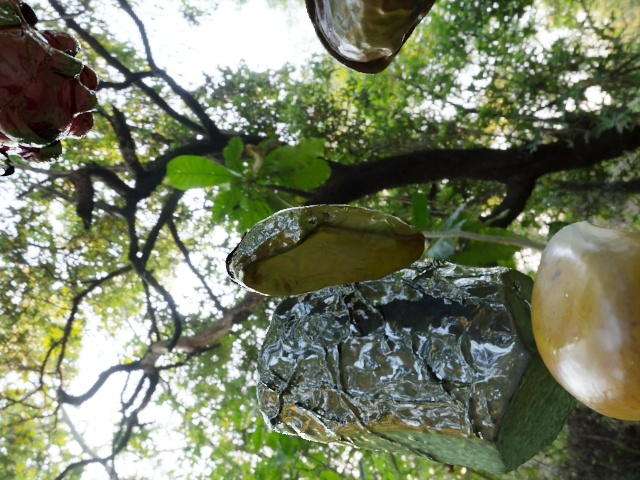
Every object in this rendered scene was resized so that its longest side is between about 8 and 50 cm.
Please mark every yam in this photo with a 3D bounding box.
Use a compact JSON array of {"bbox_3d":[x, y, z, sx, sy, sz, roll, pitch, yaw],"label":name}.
[{"bbox_3d":[0.098,0.114,0.504,0.203,0.271,0.201,-3,-83,-48],"label":"yam"}]

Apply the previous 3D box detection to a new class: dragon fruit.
[{"bbox_3d":[-0.420,-0.201,0.626,0.273,0.198,0.218,24,-77,-35],"label":"dragon fruit"}]

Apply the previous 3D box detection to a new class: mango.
[{"bbox_3d":[0.187,0.049,0.334,0.165,0.089,0.115,-82,-4,-81],"label":"mango"}]

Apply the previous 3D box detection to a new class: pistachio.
[{"bbox_3d":[0.055,-0.289,0.561,0.130,0.165,0.210,-58,-25,-47],"label":"pistachio"},{"bbox_3d":[0.000,0.000,0.434,0.089,0.173,0.049,69,-167,-49],"label":"pistachio"}]
